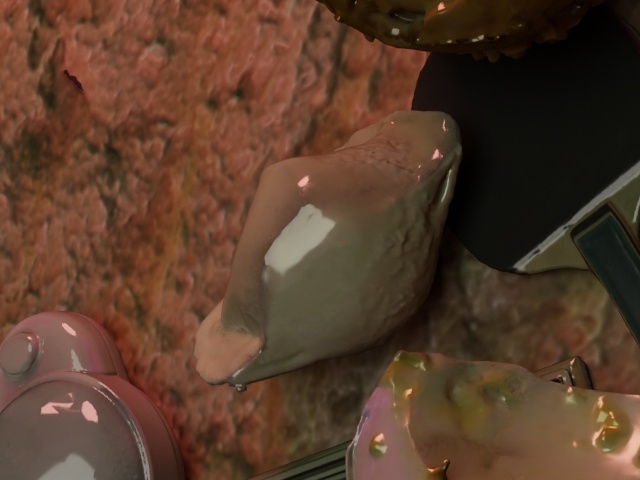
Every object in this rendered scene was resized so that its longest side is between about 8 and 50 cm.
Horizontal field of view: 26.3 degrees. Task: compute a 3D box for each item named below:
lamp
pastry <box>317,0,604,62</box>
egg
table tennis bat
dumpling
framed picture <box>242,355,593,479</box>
[{"bbox_3d":[-0.197,0.167,1.040,0.179,0.108,0.246,-30,64,25],"label":"lamp"},{"bbox_3d":[0.115,-0.255,0.851,0.255,0.162,0.311,37,102,35],"label":"pastry"},{"bbox_3d":[0.165,0.161,0.729,0.271,0.162,0.206,-13,63,35],"label":"egg"},{"bbox_3d":[0.158,-0.036,0.863,0.173,0.022,0.301,-42,58,23],"label":"table tennis bat"},{"bbox_3d":[0.003,-0.003,0.927,0.216,0.126,0.166,-70,25,15],"label":"dumpling"},{"bbox_3d":[0.069,0.228,0.880,0.296,0.019,0.232,-26,66,31],"label":"framed picture"}]
